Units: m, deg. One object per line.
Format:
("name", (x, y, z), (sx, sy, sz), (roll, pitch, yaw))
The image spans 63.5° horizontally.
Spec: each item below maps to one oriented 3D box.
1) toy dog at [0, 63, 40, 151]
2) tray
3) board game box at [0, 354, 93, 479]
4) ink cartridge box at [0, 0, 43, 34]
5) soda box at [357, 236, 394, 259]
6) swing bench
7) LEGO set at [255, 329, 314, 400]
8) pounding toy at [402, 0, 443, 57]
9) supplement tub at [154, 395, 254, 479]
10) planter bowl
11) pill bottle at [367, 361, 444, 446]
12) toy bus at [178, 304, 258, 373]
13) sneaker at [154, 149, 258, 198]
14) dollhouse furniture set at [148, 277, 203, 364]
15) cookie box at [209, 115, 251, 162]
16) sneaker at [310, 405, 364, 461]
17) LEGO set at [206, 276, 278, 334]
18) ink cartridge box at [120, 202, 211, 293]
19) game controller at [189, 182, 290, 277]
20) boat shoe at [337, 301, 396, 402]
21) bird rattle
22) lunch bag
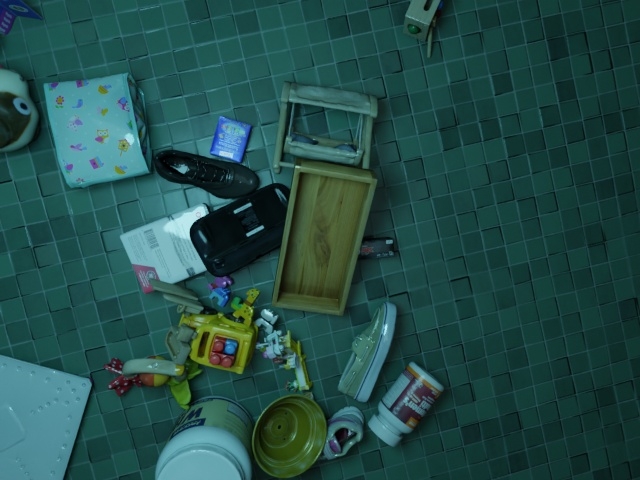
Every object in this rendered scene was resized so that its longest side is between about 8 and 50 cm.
("toy dog", (-0.908, -0.348, 1.254), (0.407, 0.284, 0.396), (14, 94, -7))
("tray", (0.000, 0.000, 1.363), (0.202, 0.076, 0.411), (8, 118, -7))
("board game box", (-0.864, 0.509, 1.413), (0.389, 0.050, 0.391), (17, 91, -5))
("ink cartridge box", (-0.894, -0.575, 1.217), (0.329, 0.324, 0.072), (9, 93, -5))
("soda box", (0.122, 0.024, 1.472), (0.168, 0.060, 0.054), (-4, 96, -5))
("swing bench", (0.011, -0.296, 1.394), (0.253, 0.165, 0.255), (7, 92, -5))
("LEGO set", (-0.103, 0.358, 1.450), (0.107, 0.132, 0.287), (-14, 124, 12))
("pounding toy", (0.291, -0.609, 1.429), (0.100, 0.130, 0.141), (24, 90, 6))
("supplement tub", (-0.289, 0.562, 1.330), (0.235, 0.325, 0.236), (0, 93, -5))
("planter bowl", (-0.098, 0.519, 1.407), (0.217, 0.090, 0.218), (1, 88, -27))
("pill bottle", (0.241, 0.467, 1.475), (0.121, 0.121, 0.221), (38, 89, -6))
("toy bus", (-0.284, 0.274, 1.374), (0.220, 0.211, 0.150), (15, 93, -4))
("sneaker", (-0.310, -0.178, 1.389), (0.286, 0.130, 0.109), (9, 90, -7))
("dollhouse furniture set", (-0.392, 0.205, 1.314), (0.123, 0.144, 0.151), (23, 98, -36))
("cookie box", (-0.249, -0.278, 1.432), (0.091, 0.040, 0.107), (17, 91, -6))
("sneaker", (0.014, 0.567, 1.464), (0.252, 0.111, 0.103), (-31, 95, -3))
("LEGO set", (-0.208, 0.156, 1.404), (0.227, 0.087, 0.093), (35, 96, 8))
("ink cartridge box", (-0.389, 0.018, 1.405), (0.237, 0.100, 0.172), (-22, 96, -3))
("game controller", (-0.188, -0.035, 1.390), (0.319, 0.067, 0.167), (-30, 85, -29))
("boat shoe", (0.133, 0.313, 1.466), (0.094, 0.109, 0.303), (18, 94, -4))
("bird rattle", (-0.446, 0.345, 1.376), (0.253, 0.207, 0.143), (16, 59, -9))
("lunch bag", (-0.566, -0.277, 1.347), (0.223, 0.160, 0.263), (-10, 88, -5))
